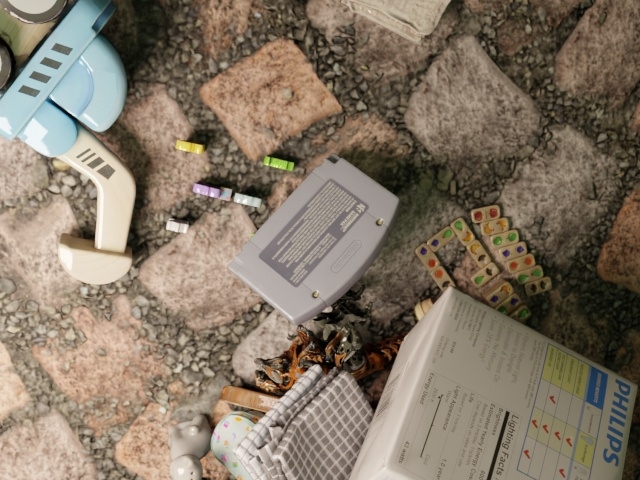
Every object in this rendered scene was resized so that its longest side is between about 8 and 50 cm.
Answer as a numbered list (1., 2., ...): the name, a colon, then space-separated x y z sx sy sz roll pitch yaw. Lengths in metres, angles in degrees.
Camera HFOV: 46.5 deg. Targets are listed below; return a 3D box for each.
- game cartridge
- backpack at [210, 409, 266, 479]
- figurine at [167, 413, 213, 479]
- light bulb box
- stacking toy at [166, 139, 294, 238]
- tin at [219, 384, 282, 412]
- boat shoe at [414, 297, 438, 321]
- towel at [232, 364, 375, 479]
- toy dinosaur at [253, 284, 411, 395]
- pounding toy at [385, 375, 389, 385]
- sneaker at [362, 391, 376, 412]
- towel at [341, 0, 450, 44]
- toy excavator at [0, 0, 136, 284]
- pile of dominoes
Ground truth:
1. game cartridge: 0.000 0.000 1.354 0.198 0.062 0.297 39 79 17
2. backpack: -0.116 0.399 1.418 0.182 0.115 0.152 35 92 26
3. figurine: -0.245 0.460 1.388 0.092 0.209 0.215 1 99 -9
4. light bulb box: 0.282 0.336 1.237 0.361 0.225 0.358 28 54 0
5. stacking toy: -0.171 -0.086 1.387 0.221 0.052 0.167 11 98 -11
6. tin: -0.098 0.314 1.433 0.190 0.106 0.040 16 82 -6
7. boat shoe: 0.342 0.197 1.460 0.341 0.121 0.110 32 112 -10
8. towel: 0.017 0.392 1.318 0.235 0.121 0.283 -41 112 -31
9. toy dinosaur: 0.031 0.202 1.443 0.322 0.164 0.218 -18 117 -28
10. pounding toy: 0.207 0.372 1.483 0.181 0.094 0.206 5 91 -43
11. sneaker: 0.010 0.405 1.477 0.268 0.101 0.153 -28 102 -9
12. towel: 0.171 -0.522 1.366 0.187 0.049 0.282 22 96 -12
13. toy excavator: -0.419 -0.196 1.267 0.445 0.222 0.433 38 94 -21
14. pile of dominoes: 0.337 0.061 1.494 0.196 0.040 0.251 -37 103 -1
